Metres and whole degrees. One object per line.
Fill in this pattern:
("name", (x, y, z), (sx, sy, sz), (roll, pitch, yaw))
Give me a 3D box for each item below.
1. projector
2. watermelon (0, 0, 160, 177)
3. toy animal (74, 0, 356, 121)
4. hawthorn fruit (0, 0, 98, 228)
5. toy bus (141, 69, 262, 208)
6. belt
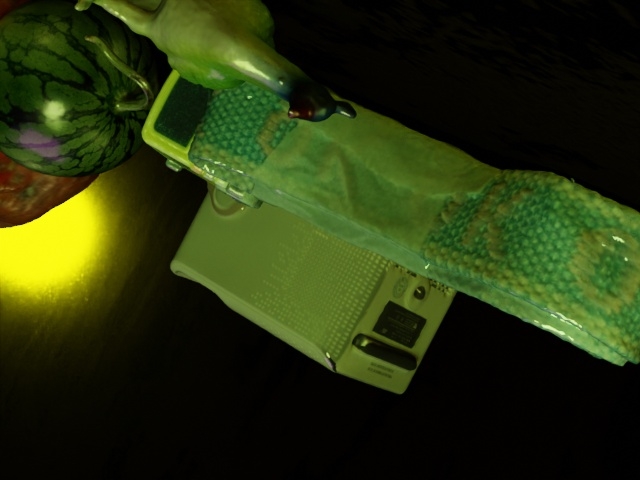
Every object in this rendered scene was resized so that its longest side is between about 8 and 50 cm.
("projector", (0.000, 0.000, 1.017), (0.242, 0.177, 0.163), (30, -179, 34))
("watermelon", (-0.182, -0.112, 0.876), (0.187, 0.141, 0.140), (20, 176, 44))
("toy animal", (-0.071, -0.098, 0.458), (0.075, 0.041, 0.217), (24, -172, -44))
("hawthorn fruit", (-0.318, -0.135, 1.059), (0.258, 0.258, 0.262), (28, 150, 30))
("toy bus", (-0.068, -0.081, 0.837), (0.101, 0.088, 0.175), (29, 179, -3))
("belt", (0.042, -0.026, 0.589), (0.302, 0.072, 0.087), (26, -176, 40))
